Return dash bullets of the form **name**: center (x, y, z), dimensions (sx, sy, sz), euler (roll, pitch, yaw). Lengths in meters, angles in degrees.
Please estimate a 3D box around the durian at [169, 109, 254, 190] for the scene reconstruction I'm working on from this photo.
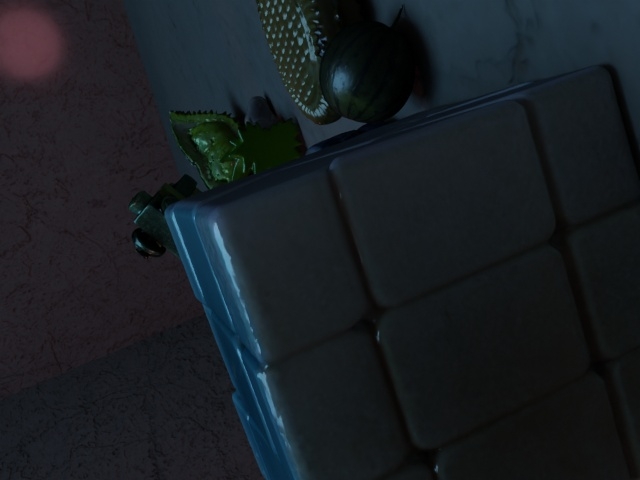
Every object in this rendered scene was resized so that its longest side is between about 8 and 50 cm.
- **durian**: center (-0.216, -0.168, 1.592), dimensions (0.352, 0.169, 0.158), euler (58, 162, 29)

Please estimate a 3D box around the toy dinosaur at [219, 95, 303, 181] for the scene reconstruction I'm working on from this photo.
- **toy dinosaur**: center (-0.120, -0.176, 1.318), dimensions (0.177, 0.152, 0.194), euler (-148, 44, -79)

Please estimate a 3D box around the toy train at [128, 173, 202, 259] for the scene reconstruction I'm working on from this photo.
- **toy train**: center (-0.287, -0.001, 1.737), dimensions (0.397, 0.160, 0.253), euler (40, -155, -13)

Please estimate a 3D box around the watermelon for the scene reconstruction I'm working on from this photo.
- **watermelon**: center (0.056, -0.192, 0.754), dimensions (0.105, 0.105, 0.133), euler (50, 121, 48)

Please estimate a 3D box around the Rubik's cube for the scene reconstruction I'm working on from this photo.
- **Rubik's cube**: center (0.073, 0.062, 0.621), dimensions (0.316, 0.319, 0.322), euler (71, 164, -10)

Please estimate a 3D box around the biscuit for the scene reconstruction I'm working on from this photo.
- **biscuit**: center (-0.016, -0.276, 0.903), dimensions (0.259, 0.079, 0.259), euler (58, 162, 31)

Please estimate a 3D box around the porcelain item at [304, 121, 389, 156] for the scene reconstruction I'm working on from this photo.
- **porcelain item**: center (0.058, -0.068, 0.877), dimensions (0.147, 0.114, 0.147), euler (56, 160, 32)
